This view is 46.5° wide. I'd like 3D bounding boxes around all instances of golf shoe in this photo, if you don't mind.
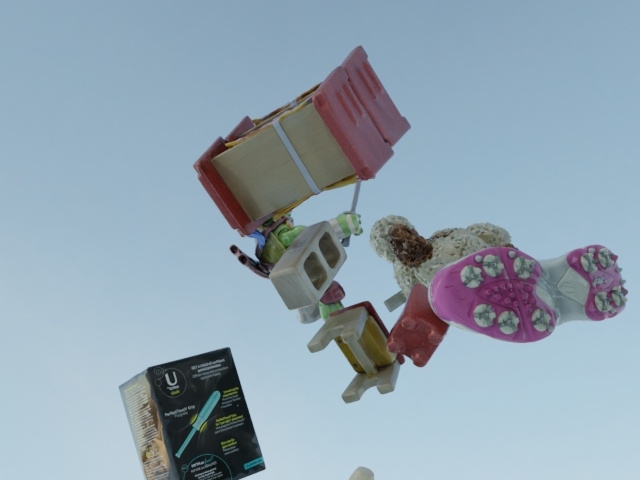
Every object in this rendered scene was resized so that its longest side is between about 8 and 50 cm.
[{"bbox_3d":[0.240,0.072,0.922,0.306,0.115,0.140,0,-13,-32],"label":"golf shoe"}]

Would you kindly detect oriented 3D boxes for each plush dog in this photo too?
[{"bbox_3d":[0.215,0.049,1.277,0.262,0.211,0.225,5,-14,0],"label":"plush dog"}]

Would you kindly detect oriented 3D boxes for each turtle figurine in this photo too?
[{"bbox_3d":[0.000,0.000,1.184,0.198,0.275,0.266,-8,-60,25],"label":"turtle figurine"}]

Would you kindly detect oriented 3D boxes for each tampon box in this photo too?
[{"bbox_3d":[-0.162,0.233,0.932,0.120,0.161,0.101,-9,-16,-39],"label":"tampon box"}]

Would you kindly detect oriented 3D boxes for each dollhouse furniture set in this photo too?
[{"bbox_3d":[0.042,-0.008,0.899,0.201,0.152,0.374,-22,-71,33],"label":"dollhouse furniture set"}]

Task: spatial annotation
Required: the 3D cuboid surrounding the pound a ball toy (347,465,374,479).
[{"bbox_3d":[0.177,0.524,1.203,0.208,0.319,0.136,11,-65,-37],"label":"pound a ball toy"}]
